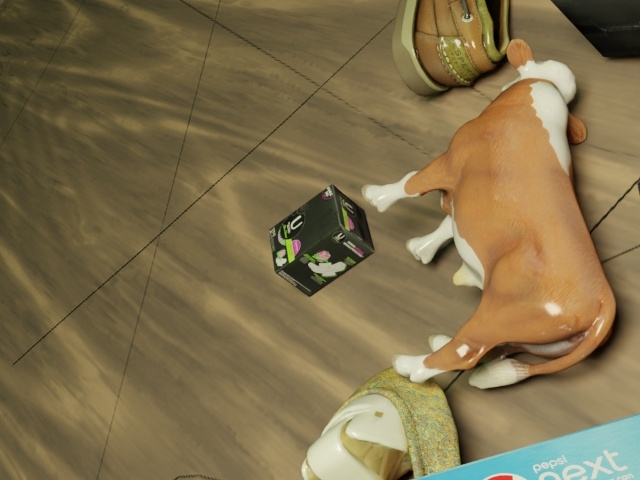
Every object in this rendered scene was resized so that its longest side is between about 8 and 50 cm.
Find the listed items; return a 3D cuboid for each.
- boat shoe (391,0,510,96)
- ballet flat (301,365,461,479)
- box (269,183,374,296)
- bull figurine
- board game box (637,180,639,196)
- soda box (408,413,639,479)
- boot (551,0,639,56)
[{"bbox_3d":[0.151,-0.283,1.117,0.104,0.111,0.307,-13,60,37],"label":"boat shoe"},{"bbox_3d":[0.039,0.194,0.776,0.123,0.123,0.348,-35,33,22],"label":"ballet flat"},{"bbox_3d":[0.000,0.000,1.072,0.083,0.052,0.062,-35,40,22],"label":"box"},{"bbox_3d":[0.138,-0.020,0.895,0.188,0.101,0.310,-33,38,27],"label":"bull figurine"},{"bbox_3d":[0.315,-0.029,0.740,0.194,0.060,0.194,-27,41,31],"label":"board game box"},{"bbox_3d":[0.144,0.164,0.663,0.210,0.071,0.067,-14,38,-7],"label":"soda box"},{"bbox_3d":[0.419,-0.283,0.799,0.367,0.146,0.445,-45,22,-16],"label":"boot"}]
